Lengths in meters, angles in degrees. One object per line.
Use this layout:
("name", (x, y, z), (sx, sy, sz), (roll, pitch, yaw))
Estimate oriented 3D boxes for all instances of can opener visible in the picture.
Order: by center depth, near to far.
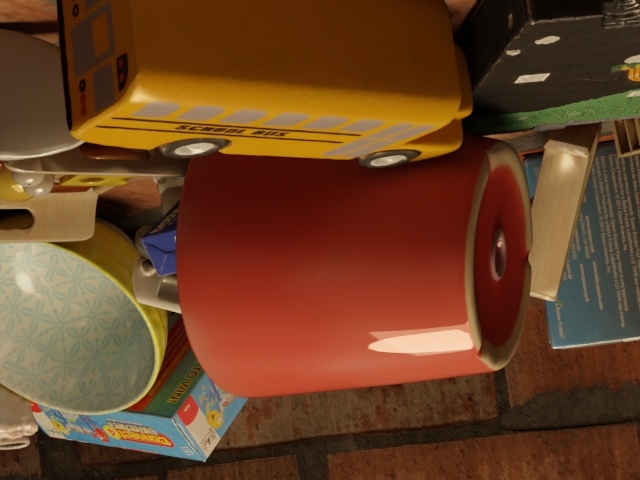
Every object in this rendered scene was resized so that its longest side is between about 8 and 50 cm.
("can opener", (-0.059, 0.057, 1.364), (0.280, 0.074, 0.093), (16, 169, -6))

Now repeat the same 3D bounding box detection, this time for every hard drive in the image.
("hard drive", (0.231, -0.156, 1.061), (0.236, 0.064, 0.339), (-6, 171, -6))

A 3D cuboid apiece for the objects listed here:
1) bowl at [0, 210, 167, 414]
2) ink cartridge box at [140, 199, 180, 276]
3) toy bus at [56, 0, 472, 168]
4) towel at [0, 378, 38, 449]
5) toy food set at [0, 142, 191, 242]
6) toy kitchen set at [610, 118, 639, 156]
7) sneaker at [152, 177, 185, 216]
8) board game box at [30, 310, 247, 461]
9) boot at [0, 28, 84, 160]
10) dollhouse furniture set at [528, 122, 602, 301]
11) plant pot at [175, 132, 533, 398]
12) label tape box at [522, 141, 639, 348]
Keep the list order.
("bowl", (-0.304, 0.061, 1.661), (0.289, 0.289, 0.156), (-12, -148, 30))
("ink cartridge box", (-0.081, -0.040, 1.309), (0.097, 0.046, 0.207), (-12, -157, 30))
("toy bus", (-0.019, -0.122, 0.940), (0.332, 0.108, 0.130), (0, 167, -38))
("towel", (-0.551, 0.140, 1.689), (0.331, 0.317, 0.053), (0, 137, -38))
("toy food set", (-0.262, -0.043, 1.323), (0.219, 0.092, 0.306), (-1, 170, -35))
("toy kitchen set", (0.292, -0.124, 1.281), (0.068, 0.075, 0.083), (-16, 172, 42))
("sneaker", (-0.132, -0.015, 1.517), (0.099, 0.121, 0.262), (-7, 172, 7))
("board game box", (-0.204, 0.140, 1.814), (0.302, 0.086, 0.308), (2, -137, 39))
("boot", (-0.288, -0.100, 0.984), (0.258, 0.095, 0.123), (3, 176, -9))
("dollhouse furniture set", (0.107, -0.079, 1.455), (0.355, 0.174, 0.303), (15, -158, 12))
("plant pot", (0.044, 0.010, 1.169), (0.243, 0.275, 0.275), (1, 176, 23))
("label tape box", (0.430, -0.006, 1.624), (0.333, 0.241, 0.106), (-9, 171, 14))
